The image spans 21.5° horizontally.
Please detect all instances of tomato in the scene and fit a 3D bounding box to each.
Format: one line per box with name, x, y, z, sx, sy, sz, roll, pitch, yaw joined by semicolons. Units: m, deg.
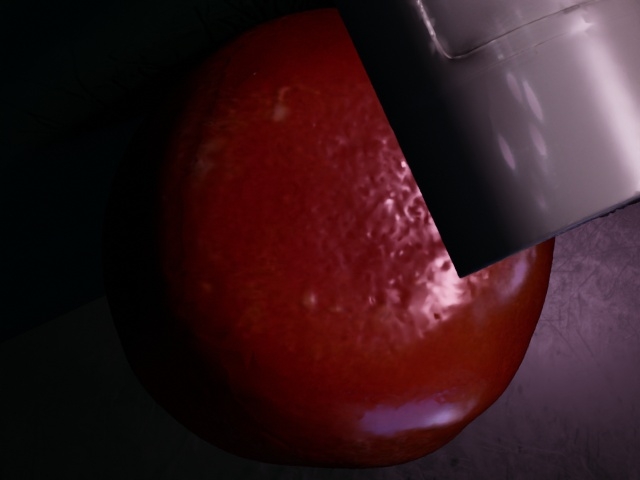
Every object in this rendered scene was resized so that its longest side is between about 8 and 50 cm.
tomato;0.000;0.000;1.207;0.289;0.325;0.293;4;176;-21

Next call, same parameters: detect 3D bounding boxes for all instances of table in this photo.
table;0.072;-0.107;0.739;0.126;0.220;0.126;-23;177;-1
